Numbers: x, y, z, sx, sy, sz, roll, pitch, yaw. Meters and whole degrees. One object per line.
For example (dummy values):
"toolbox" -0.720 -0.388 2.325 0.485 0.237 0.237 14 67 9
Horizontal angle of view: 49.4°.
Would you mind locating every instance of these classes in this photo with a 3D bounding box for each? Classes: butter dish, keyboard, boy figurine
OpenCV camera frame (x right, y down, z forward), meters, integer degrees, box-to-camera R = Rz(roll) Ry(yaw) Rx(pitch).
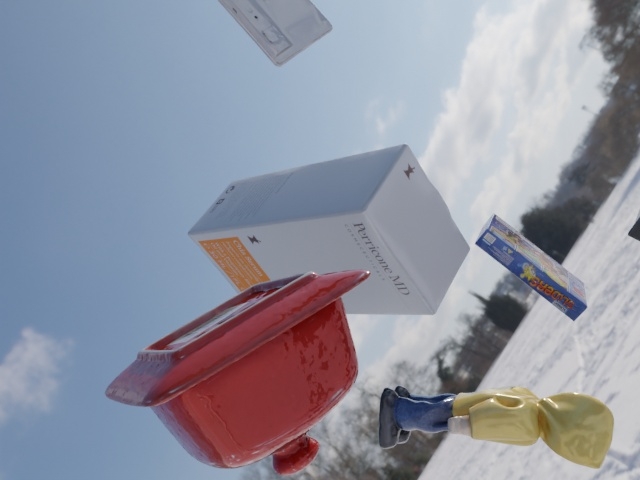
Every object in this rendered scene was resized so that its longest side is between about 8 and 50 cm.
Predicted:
"butter dish" -0.040 0.099 0.460 0.160 0.118 0.160 -30 6 -28
"keyboard" -0.095 -0.249 0.549 0.072 0.256 0.014 -44 3 -38
"boy figurine" 0.226 0.235 0.901 0.177 0.285 0.092 20 -109 -66

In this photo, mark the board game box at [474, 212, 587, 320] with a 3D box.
"board game box" 0.357 0.040 1.175 0.035 0.201 0.136 -54 -7 22

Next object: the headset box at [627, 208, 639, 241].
"headset box" 0.323 -0.039 0.312 0.246 0.283 0.131 -44 -21 -45

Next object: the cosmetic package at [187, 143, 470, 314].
"cosmetic package" 0.000 0.000 1.221 0.230 0.453 0.161 53 -127 -26
